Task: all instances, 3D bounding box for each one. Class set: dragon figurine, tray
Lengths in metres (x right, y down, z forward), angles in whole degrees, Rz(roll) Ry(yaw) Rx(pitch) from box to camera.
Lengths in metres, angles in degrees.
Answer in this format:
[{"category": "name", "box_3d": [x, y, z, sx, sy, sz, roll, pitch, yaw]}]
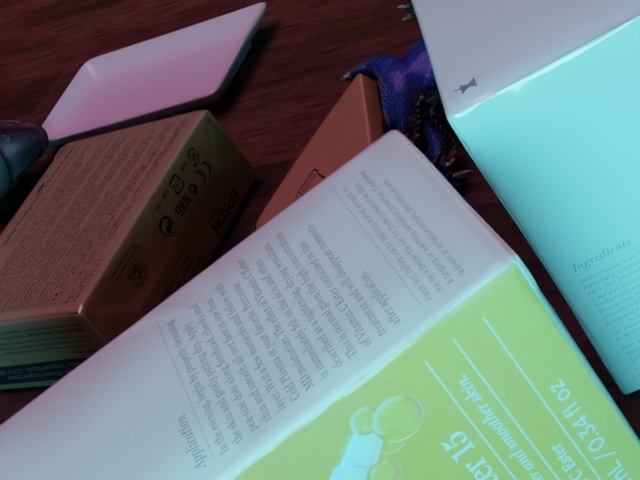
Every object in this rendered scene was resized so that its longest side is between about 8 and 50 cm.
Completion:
[{"category": "dragon figurine", "box_3d": [0.112, -0.141, 1.139, 0.289, 0.085, 0.144, -50, 34, -11]}, {"category": "tray", "box_3d": [-0.175, -0.161, 1.523, 0.270, 0.030, 0.145, -11, 41, 37]}]

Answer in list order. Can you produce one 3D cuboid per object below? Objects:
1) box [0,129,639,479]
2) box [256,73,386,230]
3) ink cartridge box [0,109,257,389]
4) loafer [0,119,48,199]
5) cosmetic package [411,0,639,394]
[{"category": "box", "box_3d": [-0.018, 0.146, 0.767, 0.345, 0.215, 0.168, -37, 31, 2]}, {"category": "box", "box_3d": [0.000, 0.000, 1.049, 0.164, 0.021, 0.201, -52, 27, 33]}, {"category": "ink cartridge box", "box_3d": [-0.187, 0.009, 1.251, 0.193, 0.088, 0.234, -9, 42, 41]}, {"category": "loafer", "box_3d": [-0.403, -0.077, 1.595, 0.303, 0.109, 0.095, -3, 25, 46]}, {"category": "cosmetic package", "box_3d": [0.166, -0.077, 0.865, 0.138, 0.224, 0.224, -30, 32, 14]}]
